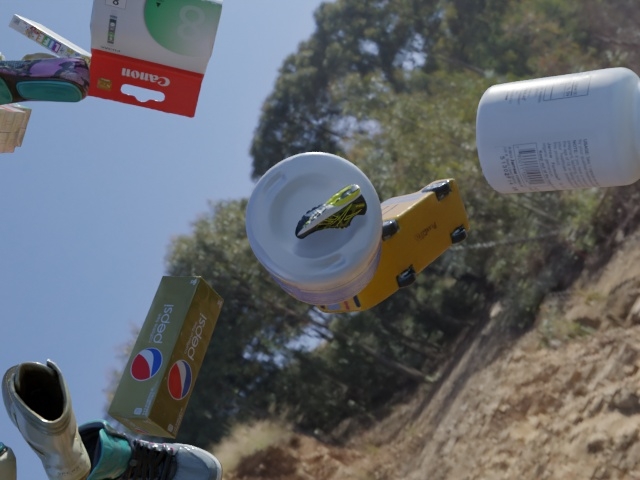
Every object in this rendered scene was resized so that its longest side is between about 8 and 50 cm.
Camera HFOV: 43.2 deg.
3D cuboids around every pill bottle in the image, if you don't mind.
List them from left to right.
[{"bbox_3d":[0.000,0.000,1.001,0.152,0.152,0.272,-60,-9,-9],"label":"pill bottle"},{"bbox_3d":[0.304,-0.124,0.907,0.131,0.229,0.131,5,-96,-57],"label":"pill bottle"}]

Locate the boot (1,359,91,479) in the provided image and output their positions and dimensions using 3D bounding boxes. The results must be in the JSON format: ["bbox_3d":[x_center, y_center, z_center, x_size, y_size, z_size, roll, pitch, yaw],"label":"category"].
[{"bbox_3d":[-0.381,0.209,1.085,0.077,0.213,0.165,-25,-39,-26],"label":"boot"}]

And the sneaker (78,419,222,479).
[{"bbox_3d":[-0.332,0.389,1.423,0.178,0.296,0.123,65,-149,-69],"label":"sneaker"}]

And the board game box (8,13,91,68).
[{"bbox_3d":[-0.508,-0.378,1.562,0.026,0.154,0.103,-60,-5,8],"label":"board game box"}]

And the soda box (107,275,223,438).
[{"bbox_3d":[-0.176,0.131,0.938,0.061,0.058,0.181,56,-139,-48],"label":"soda box"}]

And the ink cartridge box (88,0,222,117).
[{"bbox_3d":[-0.259,-0.288,1.227,0.056,0.181,0.224,-96,21,-53],"label":"ink cartridge box"}]

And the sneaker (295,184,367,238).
[{"bbox_3d":[0.013,-0.022,0.838,0.083,0.035,0.031,-33,23,8],"label":"sneaker"}]

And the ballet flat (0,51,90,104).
[{"bbox_3d":[-0.449,-0.242,1.192,0.077,0.222,0.079,91,177,-57],"label":"ballet flat"}]

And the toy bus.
[{"bbox_3d":[0.122,0.002,1.365,0.333,0.130,0.108,-34,-73,-45],"label":"toy bus"}]

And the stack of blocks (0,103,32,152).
[{"bbox_3d":[-0.663,-0.234,1.548,0.297,0.171,0.087,-60,-11,-84],"label":"stack of blocks"}]

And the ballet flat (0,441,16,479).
[{"bbox_3d":[-0.496,0.332,1.006,0.249,0.086,0.086,-16,-44,-40],"label":"ballet flat"}]
